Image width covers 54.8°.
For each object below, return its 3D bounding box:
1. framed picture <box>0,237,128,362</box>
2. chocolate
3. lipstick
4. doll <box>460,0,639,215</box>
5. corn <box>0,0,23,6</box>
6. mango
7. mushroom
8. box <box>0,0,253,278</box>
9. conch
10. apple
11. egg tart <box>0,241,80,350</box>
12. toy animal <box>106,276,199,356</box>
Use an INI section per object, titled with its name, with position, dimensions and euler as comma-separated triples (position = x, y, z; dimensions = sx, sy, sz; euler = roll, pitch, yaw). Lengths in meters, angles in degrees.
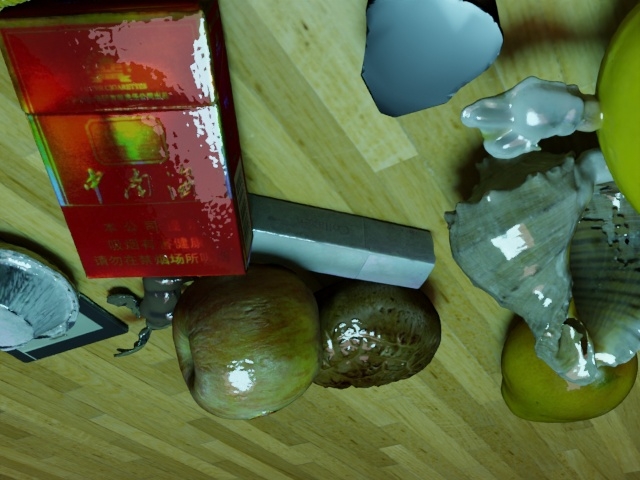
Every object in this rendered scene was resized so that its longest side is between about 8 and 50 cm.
[framed picture]
position = -0.533, 0.101, 1.030
dimensions = 0.264, 0.016, 0.347
euler = -19, 136, 22
[chocolate]
position = 0.095, -0.203, 0.602
dimensions = 0.125, 0.080, 0.148
euler = 33, 139, -18
[lipstick]
position = 0.000, 0.000, 0.859
dimensions = 0.317, 0.066, 0.068
euler = 11, 138, -12
[doll]
position = 0.336, -0.170, 0.543
dimensions = 0.347, 0.161, 0.423
euler = 15, 128, -11
[corn]
position = -0.221, -0.259, 0.518
dimensions = 0.312, 0.102, 0.102
euler = -8, 140, 11
[mango]
position = 0.411, 0.226, 1.057
dimensions = 0.211, 0.173, 0.317
euler = 0, 148, 2
[mushroom]
position = 0.072, 0.151, 0.979
dimensions = 0.253, 0.153, 0.253
euler = -5, 153, -2
[box]
position = -0.191, -0.101, 0.669
dimensions = 0.197, 0.089, 0.313
euler = -1, 127, 4
[conch]
position = 0.296, 0.004, 0.770
dimensions = 0.263, 0.186, 0.324
euler = -19, 112, 4
[apple]
position = -0.098, 0.134, 0.838
dimensions = 0.187, 0.211, 0.211
euler = -9, 146, -25
[egg tart]
position = -0.489, 0.094, 0.938
dimensions = 0.234, 0.094, 0.234
euler = 1, 139, 1
[toy animal]
position = -0.255, 0.103, 0.983
dimensions = 0.185, 0.094, 0.214
euler = 1, 134, -7
